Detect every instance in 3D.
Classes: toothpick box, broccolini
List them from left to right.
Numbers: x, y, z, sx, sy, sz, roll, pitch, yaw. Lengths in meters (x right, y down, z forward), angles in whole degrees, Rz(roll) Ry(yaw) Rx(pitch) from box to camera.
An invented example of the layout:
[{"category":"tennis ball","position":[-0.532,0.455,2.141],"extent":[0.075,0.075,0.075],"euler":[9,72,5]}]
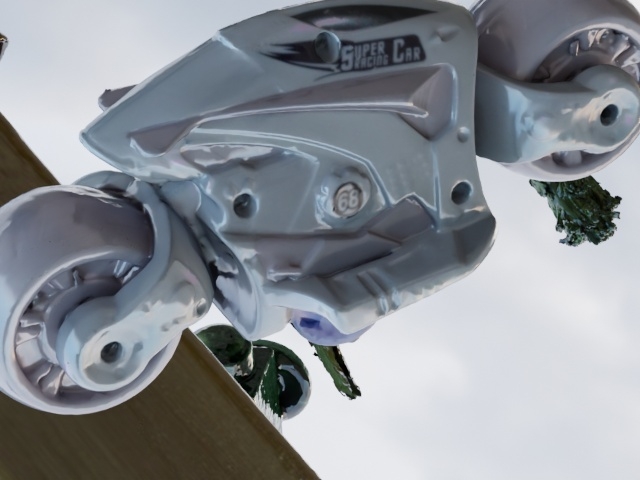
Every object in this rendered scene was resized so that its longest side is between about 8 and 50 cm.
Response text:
[{"category":"toothpick box","position":[-0.155,0.081,0.894],"extent":[0.308,0.187,0.190],"euler":[47,-132,8]},{"category":"broccolini","position":[0.133,-0.099,1.306],"extent":[0.239,0.054,0.051],"euler":[57,-169,1]}]

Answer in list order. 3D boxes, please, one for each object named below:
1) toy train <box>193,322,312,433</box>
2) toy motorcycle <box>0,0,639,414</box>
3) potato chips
[{"category":"toy train","position":[-0.090,0.176,1.264],"extent":[0.177,0.285,0.116],"euler":[4,-143,13]},{"category":"toy motorcycle","position":[-0.002,-0.029,0.607],"extent":[0.254,0.112,0.112],"euler":[-26,-124,-15]},{"category":"potato chips","position":[0.000,0.000,1.113],"extent":[0.026,0.209,0.142],"euler":[-8,-172,-3]}]
